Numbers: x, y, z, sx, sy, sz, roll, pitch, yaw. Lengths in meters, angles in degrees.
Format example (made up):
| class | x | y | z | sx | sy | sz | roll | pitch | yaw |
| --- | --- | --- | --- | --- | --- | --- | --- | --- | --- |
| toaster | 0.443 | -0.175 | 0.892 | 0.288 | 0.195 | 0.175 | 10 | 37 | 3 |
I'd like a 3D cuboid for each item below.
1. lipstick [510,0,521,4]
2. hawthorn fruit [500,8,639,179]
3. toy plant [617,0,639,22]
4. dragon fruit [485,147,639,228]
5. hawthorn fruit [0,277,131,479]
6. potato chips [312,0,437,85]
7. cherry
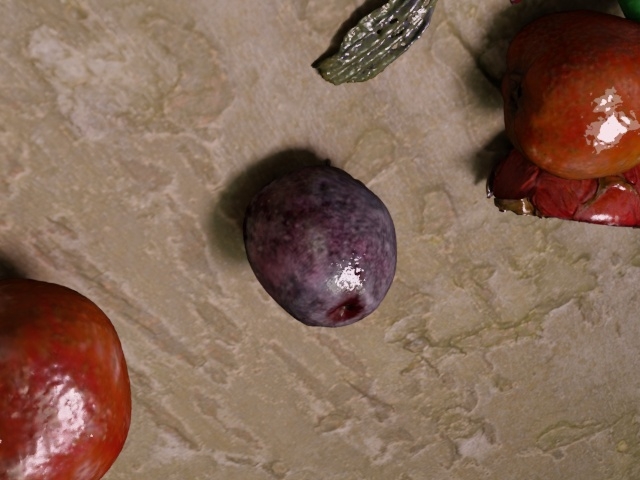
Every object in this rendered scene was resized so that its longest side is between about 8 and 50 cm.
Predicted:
| class | x | y | z | sx | sy | sz | roll | pitch | yaw |
| --- | --- | --- | --- | --- | --- | --- | --- | --- | --- |
| lipstick | 0.285 | -0.330 | 1.574 | 0.176 | 0.027 | 0.027 | -38 | 147 | 5 |
| hawthorn fruit | 0.350 | -0.174 | 1.639 | 0.262 | 0.210 | 0.210 | -2 | 141 | -6 |
| toy plant | 0.470 | -0.330 | 1.655 | 0.240 | 0.088 | 0.154 | -26 | -179 | -7 |
| dragon fruit | 0.337 | -0.105 | 1.792 | 0.224 | 0.218 | 0.148 | 9 | 102 | -1 |
| hawthorn fruit | -0.337 | 0.170 | 1.459 | 0.284 | 0.284 | 0.284 | -24 | 145 | -17 |
| potato chips | 0.083 | -0.242 | 1.506 | 0.207 | 0.028 | 0.092 | -43 | 148 | 15 |
| cherry | 0.003 | 0.008 | 1.607 | 0.195 | 0.195 | 0.195 | -24 | 145 | -17 |
